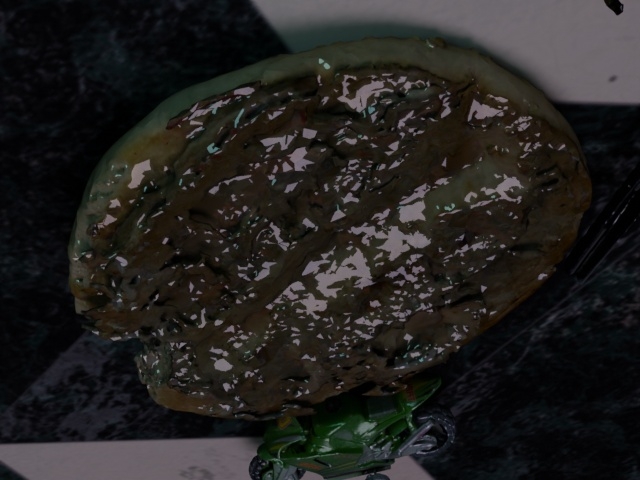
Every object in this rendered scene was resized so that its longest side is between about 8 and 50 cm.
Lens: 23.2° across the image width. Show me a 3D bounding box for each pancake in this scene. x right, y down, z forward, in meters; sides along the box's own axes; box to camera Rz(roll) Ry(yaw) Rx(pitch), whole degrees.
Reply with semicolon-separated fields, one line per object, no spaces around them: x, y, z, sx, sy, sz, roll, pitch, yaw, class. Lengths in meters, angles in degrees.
0.001;0.001;1.109;0.382;0.071;0.382;-11;138;-10;pancake

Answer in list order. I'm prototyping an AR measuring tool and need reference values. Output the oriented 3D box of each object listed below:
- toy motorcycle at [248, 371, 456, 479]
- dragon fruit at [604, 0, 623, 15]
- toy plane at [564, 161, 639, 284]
0.022;0.168;1.361;0.190;0.074;0.106;-15;135;7;toy motorcycle
0.168;-0.205;0.851;0.166;0.136;0.133;3;156;15;dragon fruit
0.326;-0.083;1.075;0.155;0.106;0.381;18;140;-19;toy plane
